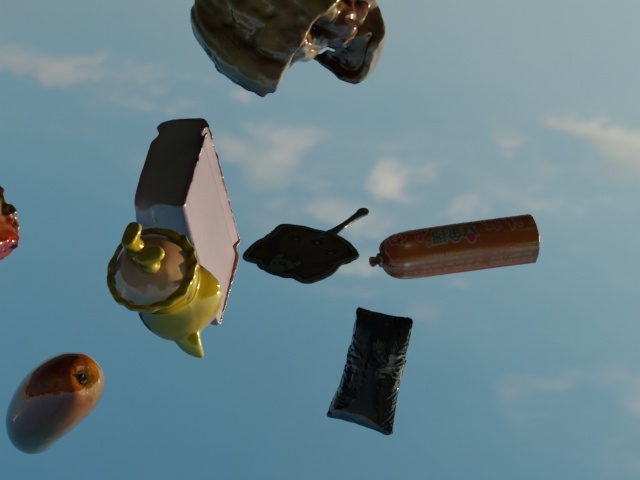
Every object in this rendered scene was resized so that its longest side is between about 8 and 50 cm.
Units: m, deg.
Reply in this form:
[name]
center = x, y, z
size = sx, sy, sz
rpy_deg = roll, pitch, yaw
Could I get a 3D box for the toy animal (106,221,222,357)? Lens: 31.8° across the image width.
[toy animal]
center = -0.226, 0.064, 1.615
size = 0.156, 0.229, 0.156
rpy_deg = -6, -126, 9

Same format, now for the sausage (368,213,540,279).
[sausage]
center = 0.235, 0.014, 2.012
size = 0.312, 0.093, 0.093
rpy_deg = -7, -154, -14

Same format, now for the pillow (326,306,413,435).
[pillow]
center = 0.093, 0.229, 1.988
size = 0.141, 0.208, 0.055
rpy_deg = 10, 172, 39

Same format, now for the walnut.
[walnut]
center = -0.036, -0.285, 1.364
size = 0.238, 0.141, 0.204
rpy_deg = -15, -118, -41

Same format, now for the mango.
[mango]
center = -0.482, 0.295, 2.002
size = 0.129, 0.289, 0.146
rpy_deg = 44, -148, 5

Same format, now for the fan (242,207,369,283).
[fan]
center = 0.000, 0.000, 1.487
size = 0.132, 0.009, 0.220
rpy_deg = 21, -145, 29

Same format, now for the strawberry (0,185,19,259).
[strawberry]
center = -0.672, -0.037, 1.907
size = 0.265, 0.149, 0.336
rpy_deg = 48, -161, 16

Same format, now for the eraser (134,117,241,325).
[eraser]
center = -0.269, -0.035, 2.327
size = 0.122, 0.359, 0.272
rpy_deg = 0, -132, 12
